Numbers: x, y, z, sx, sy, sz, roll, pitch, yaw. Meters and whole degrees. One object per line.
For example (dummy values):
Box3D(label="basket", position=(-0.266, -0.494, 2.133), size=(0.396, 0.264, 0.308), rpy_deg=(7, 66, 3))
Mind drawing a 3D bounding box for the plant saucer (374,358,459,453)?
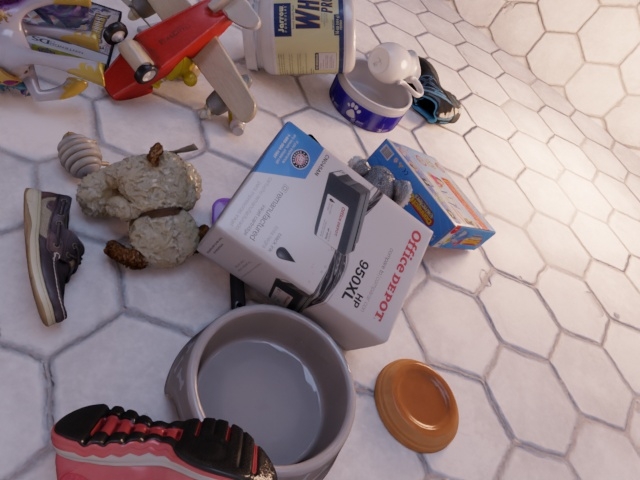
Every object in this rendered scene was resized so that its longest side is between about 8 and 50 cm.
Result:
Box3D(label="plant saucer", position=(0.208, 0.336, 1.061), size=(0.199, 0.037, 0.200), rpy_deg=(16, 47, -17))

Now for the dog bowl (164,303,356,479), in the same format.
Box3D(label="dog bowl", position=(-0.093, 0.268, 0.899), size=(0.348, 0.102, 0.349), rpy_deg=(17, 46, -18))

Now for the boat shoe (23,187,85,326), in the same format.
Box3D(label="boat shoe", position=(-0.467, 0.017, 0.899), size=(0.092, 0.103, 0.285), rpy_deg=(-7, 51, -29))

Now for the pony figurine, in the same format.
Box3D(label="pony figurine", position=(-0.666, -0.448, 1.065), size=(0.363, 0.303, 0.351), rpy_deg=(-10, 86, -19))

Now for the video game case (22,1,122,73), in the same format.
Box3D(label="video game case", position=(-0.666, -0.558, 1.324), size=(0.248, 0.035, 0.275), rpy_deg=(11, 49, -22))

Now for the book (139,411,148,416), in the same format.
Box3D(label="book", position=(-0.276, 0.350, 0.772), size=(0.096, 0.035, 0.144), rpy_deg=(-23, 67, -37))

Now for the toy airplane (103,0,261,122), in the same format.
Box3D(label="toy airplane", position=(-0.336, -0.509, 1.305), size=(0.384, 0.272, 0.387), rpy_deg=(7, 82, -9))

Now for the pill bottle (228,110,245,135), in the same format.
Box3D(label="pill bottle", position=(-0.225, -0.321, 1.369), size=(0.043, 0.043, 0.083), rpy_deg=(8, 50, -25))

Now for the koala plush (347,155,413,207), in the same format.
Box3D(label="koala plush", position=(0.112, -0.093, 1.241), size=(0.196, 0.221, 0.203), rpy_deg=(32, 44, -2))

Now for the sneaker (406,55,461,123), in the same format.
Box3D(label="sneaker", position=(0.371, -0.560, 1.866), size=(0.139, 0.125, 0.341), rpy_deg=(-21, 63, -35))

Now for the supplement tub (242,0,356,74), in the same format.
Box3D(label="supplement tub", position=(-0.061, -0.620, 1.528), size=(0.324, 0.235, 0.236), rpy_deg=(-2, 50, 0))

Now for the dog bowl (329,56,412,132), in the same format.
Box3D(label="dog bowl", position=(0.166, -0.485, 1.695), size=(0.264, 0.104, 0.265), rpy_deg=(16, 47, -18))

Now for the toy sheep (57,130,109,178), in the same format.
Box3D(label="toy sheep", position=(-0.495, -0.172, 1.057), size=(0.091, 0.091, 0.132), rpy_deg=(-27, 75, -42))

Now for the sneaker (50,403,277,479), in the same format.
Box3D(label="sneaker", position=(-0.218, 0.329, 0.717), size=(0.313, 0.136, 0.116), rpy_deg=(12, 11, 0))

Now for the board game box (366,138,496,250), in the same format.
Box3D(label="board game box", position=(0.311, -0.119, 1.405), size=(0.301, 0.086, 0.308), rpy_deg=(5, 46, -53))

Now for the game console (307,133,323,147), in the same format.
Box3D(label="game console", position=(-0.044, -0.196, 1.337), size=(0.124, 0.085, 0.144), rpy_deg=(-22, 66, -41))

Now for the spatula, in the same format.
Box3D(label="spatula", position=(-0.188, 0.029, 1.099), size=(0.084, 0.030, 0.297), rpy_deg=(6, 51, -24))

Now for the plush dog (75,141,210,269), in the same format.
Box3D(label="plush dog", position=(-0.318, -0.056, 1.008), size=(0.262, 0.210, 0.226), rpy_deg=(-15, 88, -36))

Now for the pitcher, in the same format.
Box3D(label="pitcher", position=(0.255, -0.550, 1.654), size=(0.207, 0.125, 0.178), rpy_deg=(-13, 75, -50))

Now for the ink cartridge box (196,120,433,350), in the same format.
Box3D(label="ink cartridge box", position=(0.000, 0.000, 1.046), size=(0.394, 0.166, 0.286), rpy_deg=(35, 62, -12))

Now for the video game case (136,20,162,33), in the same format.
Box3D(label="video game case", position=(-0.433, -0.598, 1.505), size=(0.143, 0.019, 0.157), rpy_deg=(40, 44, 6))
